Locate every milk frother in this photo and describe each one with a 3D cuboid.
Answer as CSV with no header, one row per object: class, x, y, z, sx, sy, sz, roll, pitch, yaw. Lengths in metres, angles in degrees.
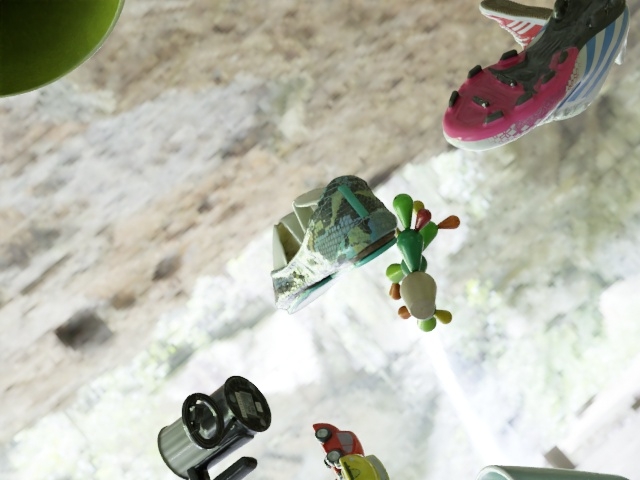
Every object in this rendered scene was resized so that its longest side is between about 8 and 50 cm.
milk frother,-0.156,0.244,1.591,0.134,0.143,0.129,-39,36,25

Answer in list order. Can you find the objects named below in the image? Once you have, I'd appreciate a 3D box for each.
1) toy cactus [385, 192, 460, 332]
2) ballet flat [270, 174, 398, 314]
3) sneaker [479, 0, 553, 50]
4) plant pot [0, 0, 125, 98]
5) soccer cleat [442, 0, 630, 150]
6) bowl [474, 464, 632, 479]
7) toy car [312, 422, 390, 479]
toy cactus,0.139,0.049,1.696,0.180,0.112,0.219,-92,1,-62
ballet flat,0.000,0.000,0.845,0.070,0.070,0.188,-38,-1,-25
sneaker,0.269,-0.294,1.734,0.042,0.118,0.067,-92,16,-47
plant pot,-0.388,-0.355,1.390,0.274,0.293,0.275,-18,-37,-14
soccer cleat,0.281,-0.186,1.547,0.331,0.116,0.143,-42,-43,-25
bowl,0.288,0.367,1.307,0.163,0.312,0.311,-13,-14,-12
toy car,0.066,0.332,1.502,0.053,0.225,0.239,-23,6,-7
